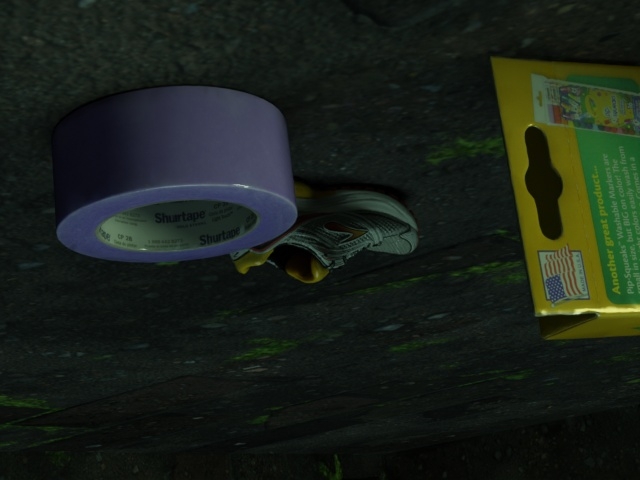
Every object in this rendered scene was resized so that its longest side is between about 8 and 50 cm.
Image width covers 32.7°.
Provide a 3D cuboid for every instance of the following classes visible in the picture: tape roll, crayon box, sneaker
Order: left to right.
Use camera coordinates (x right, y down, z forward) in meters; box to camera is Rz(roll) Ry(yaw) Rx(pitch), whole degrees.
[{"bbox_3d":[-0.115,-0.047,0.864,0.189,0.080,0.189,-7,163,-2],"label":"tape roll"},{"bbox_3d":[0.000,0.000,1.043,0.225,0.093,0.088,4,160,-34],"label":"sneaker"},{"bbox_3d":[0.270,-0.031,0.864,0.323,0.203,0.083,0,162,-22],"label":"crayon box"}]
